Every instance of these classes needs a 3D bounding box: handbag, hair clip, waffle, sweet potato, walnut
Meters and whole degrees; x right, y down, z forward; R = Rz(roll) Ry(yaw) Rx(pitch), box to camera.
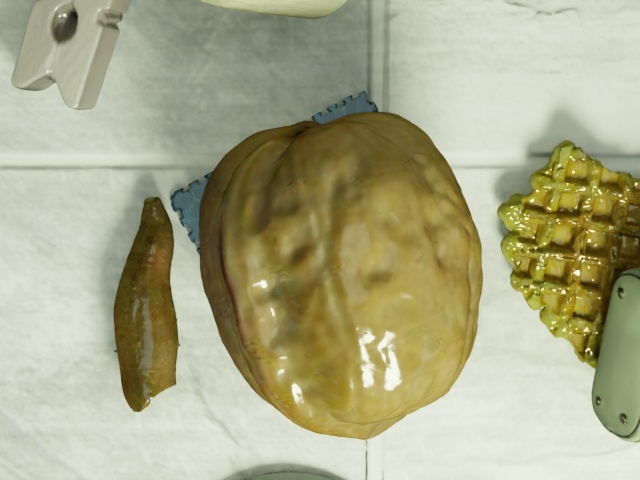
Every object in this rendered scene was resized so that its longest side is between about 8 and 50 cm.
[{"bbox_3d":[0.469,0.126,1.523,0.315,0.109,0.241,-1,110,-28],"label":"handbag"},{"bbox_3d":[-0.245,-0.310,1.448,0.101,0.085,0.330,19,100,5],"label":"hair clip"},{"bbox_3d":[0.348,0.004,1.533,0.291,0.051,0.291,0,98,-3],"label":"waffle"},{"bbox_3d":[-0.198,0.073,1.505,0.077,0.077,0.243,0,84,-3],"label":"sweet potato"},{"bbox_3d":[0.023,0.041,1.383,0.306,0.306,0.343,-7,95,-3],"label":"walnut"}]

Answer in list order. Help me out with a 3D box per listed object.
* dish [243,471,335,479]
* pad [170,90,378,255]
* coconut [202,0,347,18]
[{"bbox_3d":[-0.037,0.434,1.533,0.317,0.106,0.316,0,96,-4],"label":"dish"},{"bbox_3d":[0.000,0.000,1.534,0.269,0.012,0.269,-30,98,1],"label":"pad"},{"bbox_3d":[-0.060,-0.357,1.360,0.247,0.245,0.244,3,98,-39],"label":"coconut"}]
